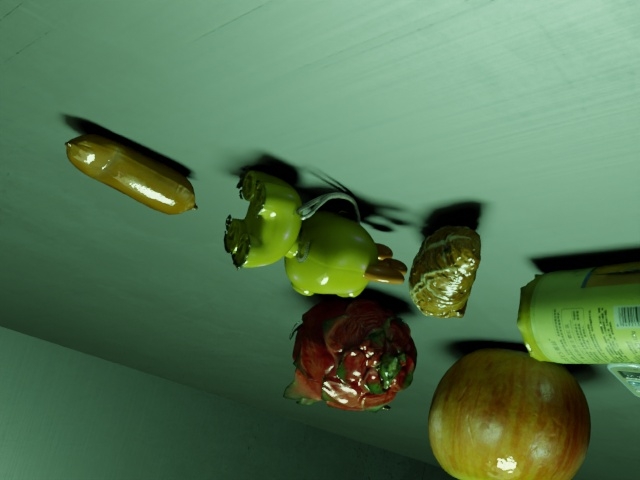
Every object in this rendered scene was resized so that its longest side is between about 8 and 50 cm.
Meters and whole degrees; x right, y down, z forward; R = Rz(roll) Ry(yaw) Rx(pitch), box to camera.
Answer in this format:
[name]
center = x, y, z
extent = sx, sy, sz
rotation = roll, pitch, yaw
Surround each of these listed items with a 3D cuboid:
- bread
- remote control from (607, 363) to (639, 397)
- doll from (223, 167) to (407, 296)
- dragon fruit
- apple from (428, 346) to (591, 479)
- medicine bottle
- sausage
[bread]
center = 0.144, 0.041, 1.137
extent = 0.076, 0.105, 0.233
rotation = 9, 166, 7
[remote control]
center = 0.516, 0.211, 1.499
extent = 0.087, 0.047, 0.244
rotation = 5, 162, 33
[doll]
center = 0.000, 0.000, 1.119
extent = 0.221, 0.135, 0.143
rotation = 15, -164, -25
[dragon fruit]
center = 0.043, 0.186, 1.525
extent = 0.192, 0.193, 0.274
rotation = -11, 177, -32
[apple]
center = 0.326, 0.312, 1.640
extent = 0.286, 0.233, 0.286
rotation = 12, 167, 3
[medicine bottle]
center = 0.343, 0.085, 1.115
extent = 0.124, 0.124, 0.239
rotation = 25, 160, -35
[sausage]
center = -0.218, -0.078, 1.112
extent = 0.183, 0.054, 0.062
rotation = 26, 126, -32
